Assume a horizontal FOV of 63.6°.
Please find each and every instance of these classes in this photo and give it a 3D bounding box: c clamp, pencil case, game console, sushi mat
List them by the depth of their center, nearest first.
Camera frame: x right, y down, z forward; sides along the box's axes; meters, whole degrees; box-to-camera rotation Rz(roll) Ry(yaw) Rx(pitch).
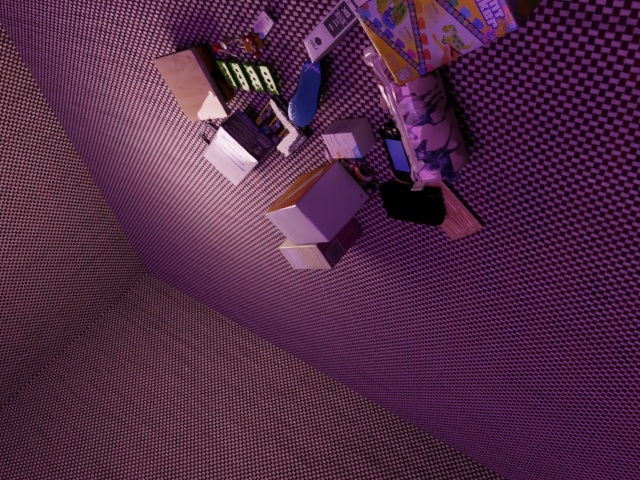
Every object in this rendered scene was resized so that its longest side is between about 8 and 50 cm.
[{"bbox_3d":[0.245,-0.335,1.315,0.159,0.183,0.411,5,133,47],"label":"pencil case"},{"bbox_3d":[0.252,-0.198,1.582,0.213,0.044,0.362,13,139,42],"label":"game console"},{"bbox_3d":[0.358,-0.132,1.605,0.316,0.019,0.151,46,150,-7],"label":"sushi mat"},{"bbox_3d":[-0.467,-0.450,2.142,0.137,0.022,0.161,37,149,-3],"label":"c clamp"}]

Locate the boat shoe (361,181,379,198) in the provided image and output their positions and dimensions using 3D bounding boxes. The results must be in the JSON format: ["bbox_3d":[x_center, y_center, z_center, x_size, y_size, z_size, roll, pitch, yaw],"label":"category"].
[{"bbox_3d":[0.156,-0.161,1.780,0.046,0.038,0.125,47,149,-9],"label":"boat shoe"}]

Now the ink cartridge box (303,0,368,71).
[{"bbox_3d":[0.068,-0.550,1.258,0.065,0.165,0.332,48,148,-11],"label":"ink cartridge box"}]

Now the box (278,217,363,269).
[{"bbox_3d":[0.000,0.000,1.989,0.242,0.213,0.117,-4,127,50],"label":"box"}]

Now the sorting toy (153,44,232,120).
[{"bbox_3d":[-0.448,-0.578,1.884,0.257,0.089,0.256,8,136,43],"label":"sorting toy"}]

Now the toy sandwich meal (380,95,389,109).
[{"bbox_3d":[0.206,-0.389,1.439,0.085,0.029,0.086,29,147,21],"label":"toy sandwich meal"}]

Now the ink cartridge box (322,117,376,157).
[{"bbox_3d":[0.083,-0.318,1.611,0.143,0.090,0.092,6,135,44],"label":"ink cartridge box"}]

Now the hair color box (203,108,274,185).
[{"bbox_3d":[-0.319,-0.345,1.973,0.185,0.110,0.338,43,159,-11],"label":"hair color box"}]

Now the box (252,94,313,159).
[{"bbox_3d":[-0.135,-0.394,1.809,0.184,0.045,0.190,48,150,-6],"label":"box"}]

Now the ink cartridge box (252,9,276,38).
[{"bbox_3d":[-0.163,-0.645,1.532,0.048,0.028,0.083,47,150,-11],"label":"ink cartridge box"}]

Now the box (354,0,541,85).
[{"bbox_3d":[0.275,-0.482,0.985,0.279,0.290,0.177,-10,122,52],"label":"box"}]

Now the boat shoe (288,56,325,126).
[{"bbox_3d":[-0.024,-0.454,1.571,0.108,0.089,0.258,29,145,-5],"label":"boat shoe"}]

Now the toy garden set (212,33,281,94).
[{"bbox_3d":[-0.244,-0.583,1.677,0.244,0.049,0.204,20,151,35],"label":"toy garden set"}]

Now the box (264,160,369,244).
[{"bbox_3d":[-0.024,-0.120,1.791,0.168,0.215,0.345,47,162,-15],"label":"box"}]

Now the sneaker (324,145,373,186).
[{"bbox_3d":[0.098,-0.261,1.702,0.185,0.070,0.083,43,141,-14],"label":"sneaker"}]
